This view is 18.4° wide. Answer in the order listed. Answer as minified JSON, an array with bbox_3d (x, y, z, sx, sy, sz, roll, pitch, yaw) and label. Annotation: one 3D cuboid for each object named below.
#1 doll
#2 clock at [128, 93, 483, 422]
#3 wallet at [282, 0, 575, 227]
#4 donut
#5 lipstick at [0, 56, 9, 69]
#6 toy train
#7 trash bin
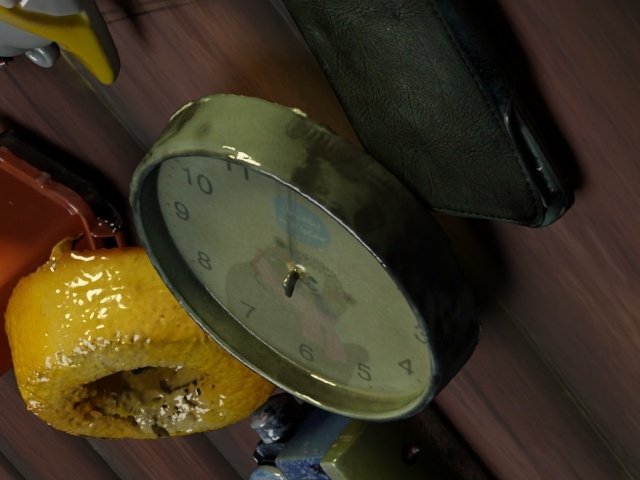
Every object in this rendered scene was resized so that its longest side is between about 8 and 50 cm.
[{"bbox_3d":[-0.232,-0.221,1.412,0.146,0.103,0.316,5,147,10],"label":"doll"},{"bbox_3d":[-0.016,0.018,1.418,0.281,0.055,0.280,29,148,20],"label":"clock"},{"bbox_3d":[0.041,-0.136,1.226,0.172,0.045,0.318,14,144,51],"label":"wallet"},{"bbox_3d":[-0.143,0.084,1.669,0.253,0.254,0.118,96,167,-60],"label":"donut"},{"bbox_3d":[-0.306,-0.155,1.732,0.107,0.025,0.025,1,133,47],"label":"lipstick"},{"bbox_3d":[0.071,0.245,1.713,0.299,0.131,0.202,50,147,-18],"label":"toy train"},{"bbox_3d":[-0.296,0.040,1.774,0.184,0.238,0.161,29,152,25],"label":"trash bin"}]
